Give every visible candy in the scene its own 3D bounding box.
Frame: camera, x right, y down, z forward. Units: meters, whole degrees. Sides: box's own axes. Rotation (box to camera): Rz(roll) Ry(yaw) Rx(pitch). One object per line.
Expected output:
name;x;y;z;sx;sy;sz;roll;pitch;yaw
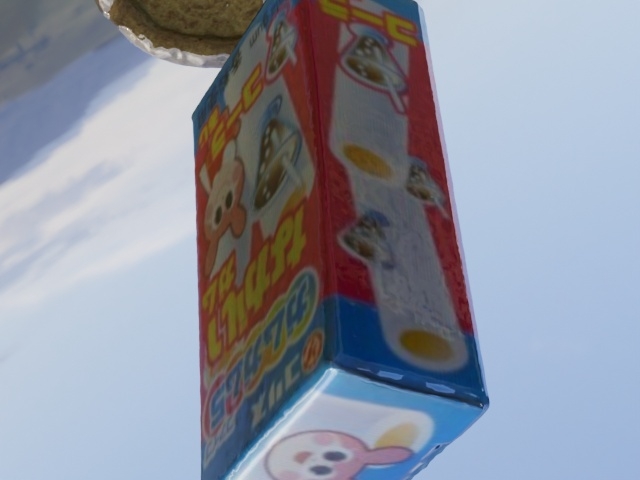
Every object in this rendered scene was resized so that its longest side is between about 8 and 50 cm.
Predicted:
candy;-0.001;0.000;0.776;0.157;0.100;0.306;-50;-146;41

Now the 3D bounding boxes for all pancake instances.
pancake;-0.107;-0.312;1.312;0.288;0.286;0.033;-62;-174;6
